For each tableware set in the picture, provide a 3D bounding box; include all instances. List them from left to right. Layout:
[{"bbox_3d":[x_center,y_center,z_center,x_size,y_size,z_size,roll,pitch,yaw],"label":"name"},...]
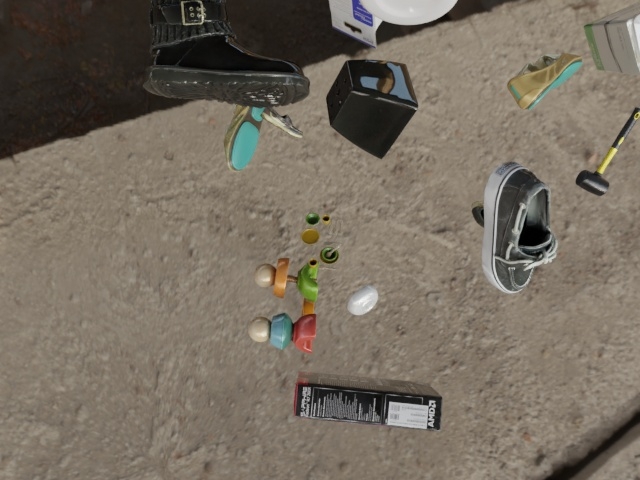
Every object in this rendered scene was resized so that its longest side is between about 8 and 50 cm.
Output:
[{"bbox_3d":[0.000,0.000,1.438,0.104,0.024,0.154,7,62,5],"label":"tableware set"}]

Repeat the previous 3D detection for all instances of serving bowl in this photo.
[{"bbox_3d":[0.104,0.145,1.357,0.083,0.083,0.027,-26,51,-23],"label":"serving bowl"}]

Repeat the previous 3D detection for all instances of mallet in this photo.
[{"bbox_3d":[0.592,-0.187,1.194,0.062,0.039,0.190,17,108,-6],"label":"mallet"}]

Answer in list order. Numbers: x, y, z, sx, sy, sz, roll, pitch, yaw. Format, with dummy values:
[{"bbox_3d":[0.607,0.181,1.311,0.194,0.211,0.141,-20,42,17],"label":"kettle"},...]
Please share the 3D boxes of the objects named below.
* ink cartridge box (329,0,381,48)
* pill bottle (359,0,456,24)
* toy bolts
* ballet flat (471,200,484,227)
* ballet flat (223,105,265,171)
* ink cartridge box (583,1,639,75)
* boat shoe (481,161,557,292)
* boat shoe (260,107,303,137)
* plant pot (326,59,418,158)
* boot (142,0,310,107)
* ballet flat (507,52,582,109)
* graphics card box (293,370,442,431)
[{"bbox_3d":[0.089,-0.698,1.514,0.069,0.371,0.175,-41,59,-21],"label":"ink cartridge box"},{"bbox_3d":[0.132,-0.455,0.818,0.146,0.146,0.264,10,74,-11],"label":"pill bottle"},{"bbox_3d":[-0.094,0.179,1.432,0.158,0.218,0.228,6,45,-4],"label":"toy bolts"},{"bbox_3d":[0.398,-0.041,1.313,0.057,0.049,0.173,-14,41,-14],"label":"ballet flat"},{"bbox_3d":[-0.247,-0.383,1.875,0.123,0.123,0.349,20,79,-7],"label":"ballet flat"},{"bbox_3d":[0.720,-0.449,1.234,0.211,0.289,0.122,-19,105,15],"label":"ink cartridge box"},{"bbox_3d":[0.362,0.001,1.026,0.113,0.306,0.105,-30,44,-18],"label":"boat shoe"},{"bbox_3d":[-0.113,-0.369,1.805,0.152,0.056,0.049,25,102,-31],"label":"boat shoe"},{"bbox_3d":[0.117,-0.352,1.488,0.167,0.187,0.188,12,48,-22],"label":"plant pot"},{"bbox_3d":[-0.185,-0.418,1.163,0.347,0.131,0.260,6,84,-3],"label":"boot"},{"bbox_3d":[0.440,-0.329,1.134,0.073,0.080,0.232,47,51,8],"label":"ballet flat"},{"bbox_3d":[0.117,0.417,1.530,0.370,0.233,0.094,4,84,0],"label":"graphics card box"}]
